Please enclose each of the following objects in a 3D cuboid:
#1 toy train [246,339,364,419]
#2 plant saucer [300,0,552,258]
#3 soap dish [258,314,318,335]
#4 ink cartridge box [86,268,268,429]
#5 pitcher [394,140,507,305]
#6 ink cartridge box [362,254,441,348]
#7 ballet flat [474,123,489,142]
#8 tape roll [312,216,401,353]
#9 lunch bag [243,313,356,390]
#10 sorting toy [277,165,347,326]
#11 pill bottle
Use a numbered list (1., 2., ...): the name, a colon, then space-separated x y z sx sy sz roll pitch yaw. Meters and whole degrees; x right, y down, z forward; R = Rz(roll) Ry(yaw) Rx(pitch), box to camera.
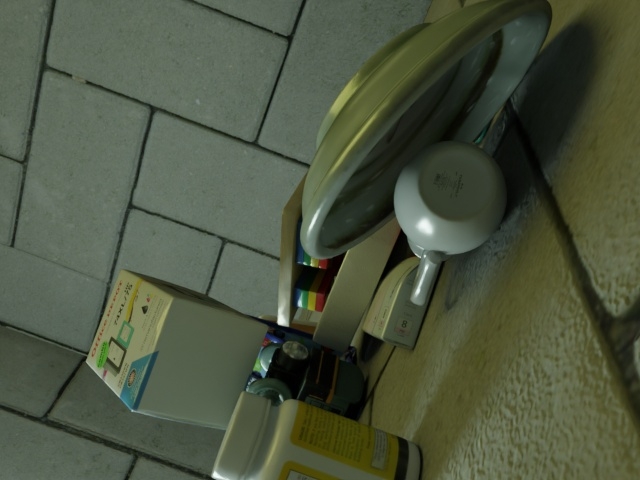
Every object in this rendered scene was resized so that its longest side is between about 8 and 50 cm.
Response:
1. toy train: -0.053 0.327 1.247 0.142 0.190 0.334 -74 5 -61
2. plant saucer: 0.102 -0.148 0.848 0.400 0.100 0.400 -42 -13 -12
3. soap dish: -0.090 0.325 1.740 0.118 0.229 0.291 -99 25 -49
4. ink cartridge box: -0.268 0.191 1.272 0.270 0.197 0.198 14 83 55
5. pitcher: 0.143 -0.016 0.827 0.207 0.125 0.177 74 -151 -79
6. ink cartridge box: 0.137 0.044 1.073 0.189 0.066 0.232 141 145 -84
7. ballet flat: 0.213 -0.231 1.140 0.280 0.096 0.095 -78 8 -71
8. tape roll: 0.092 0.029 1.331 0.392 0.072 0.392 23 -90 -86
9. lunch bag: -0.102 0.284 1.408 0.138 0.293 0.221 -83 13 -78
10. sorting toy: 0.000 0.000 1.361 0.255 0.089 0.257 -63 -19 -55
11. pill bottle: -0.006 0.248 0.774 0.119 0.208 0.119 -159 90 -87
